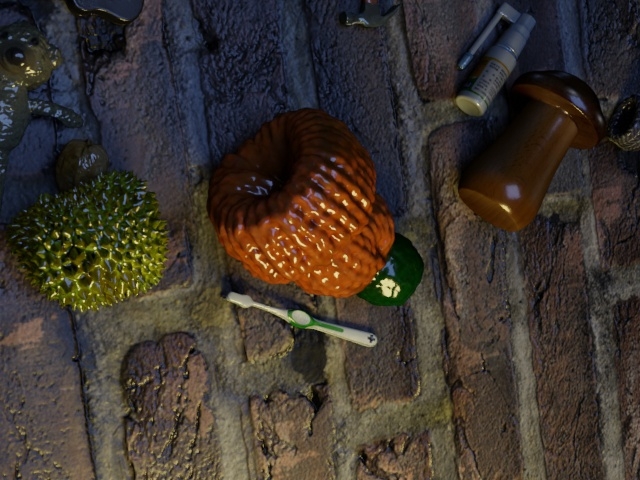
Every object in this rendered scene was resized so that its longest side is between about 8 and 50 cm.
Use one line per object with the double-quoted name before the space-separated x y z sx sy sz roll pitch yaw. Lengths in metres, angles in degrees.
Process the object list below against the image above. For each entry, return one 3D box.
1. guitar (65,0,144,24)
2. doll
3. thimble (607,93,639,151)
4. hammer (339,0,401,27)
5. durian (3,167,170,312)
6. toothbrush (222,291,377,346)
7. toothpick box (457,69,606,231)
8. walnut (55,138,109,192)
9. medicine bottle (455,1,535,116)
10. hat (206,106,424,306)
"guitar" -0.401 -0.380 1.653 0.271 0.038 0.083 -1 89 -27
"doll" -0.478 -0.179 1.597 0.203 0.091 0.286 40 83 -10
"thimble" 0.619 -0.231 2.140 0.066 0.095 0.104 29 92 -22
"hammer" 0.086 -0.514 1.904 0.111 0.033 0.287 -1 90 -26
"durian" -0.330 0.008 1.610 0.237 0.200 0.176 -15 69 -36
"toothbrush" -0.029 0.135 1.849 0.304 0.030 0.030 19 82 -26
"toothpick box" 0.385 -0.169 1.978 0.192 0.192 0.294 40 80 -21
"walnut" -0.361 -0.108 1.650 0.079 0.082 0.096 12 126 -10
"medicine bottle" 0.316 -0.337 2.010 0.092 0.061 0.220 36 73 -3
"hat" 0.000 0.000 1.770 0.285 0.285 0.400 -48 129 -19
